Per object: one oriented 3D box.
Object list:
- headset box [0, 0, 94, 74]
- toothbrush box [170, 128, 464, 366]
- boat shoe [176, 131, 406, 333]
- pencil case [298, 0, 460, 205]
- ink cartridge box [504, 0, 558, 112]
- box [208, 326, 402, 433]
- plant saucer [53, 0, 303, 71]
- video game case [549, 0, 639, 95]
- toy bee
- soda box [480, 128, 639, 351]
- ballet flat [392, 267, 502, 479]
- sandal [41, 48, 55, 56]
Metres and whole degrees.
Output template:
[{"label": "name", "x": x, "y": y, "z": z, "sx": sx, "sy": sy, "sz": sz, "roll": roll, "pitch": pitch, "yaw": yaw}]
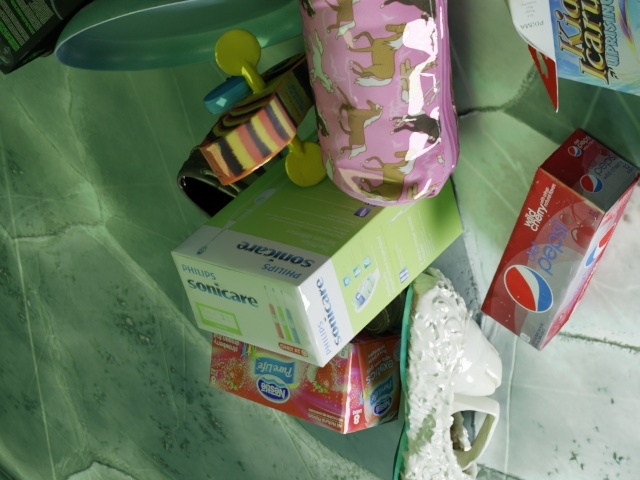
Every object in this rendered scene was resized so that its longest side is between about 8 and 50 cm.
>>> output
[{"label": "headset box", "x": -0.279, "y": -0.341, "z": 1.958, "sx": 0.131, "sy": 0.246, "sz": 0.283, "roll": 56, "pitch": 144, "yaw": -5}, {"label": "toothbrush box", "x": 0.000, "y": 0.000, "z": 1.948, "sx": 0.206, "sy": 0.283, "sz": 0.122, "roll": 14, "pitch": 132, "yaw": 39}, {"label": "boat shoe", "x": -0.047, "y": 0.006, "z": 2.140, "sx": 0.355, "sy": 0.130, "sz": 0.132, "roll": 41, "pitch": 145, "yaw": 11}, {"label": "pencil case", "x": 0.066, "y": -0.222, "z": 1.776, "sx": 0.167, "sy": 0.160, "sz": 0.386, "roll": -122, "pitch": 20, "yaw": -46}, {"label": "ink cartridge box", "x": 0.196, "y": -0.234, "z": 1.643, "sx": 0.145, "sy": 0.045, "sz": 0.179, "roll": -101, "pitch": 1, "yaw": -55}, {"label": "box", "x": -0.020, "y": 0.161, "z": 2.233, "sx": 0.257, "sy": 0.122, "sz": 0.128, "roll": 15, "pitch": 106, "yaw": 39}, {"label": "plant saucer", "x": -0.149, "y": -0.254, "z": 1.884, "sx": 0.317, "sy": 0.317, "sz": 0.044, "roll": -16, "pitch": 81, "yaw": 53}, {"label": "video game case", "x": 0.317, "y": -0.255, "z": 1.546, "sx": 0.244, "sy": 0.061, "sz": 0.270, "roll": 20, "pitch": 137, "yaw": 37}, {"label": "toy bee", "x": -0.054, "y": -0.176, "z": 1.930, "sx": 0.162, "sy": 0.298, "sz": 0.195, "roll": -29, "pitch": 128, "yaw": 14}, {"label": "soda box", "x": 0.264, "y": 0.004, "z": 1.835, "sx": 0.092, "sy": 0.083, "sz": 0.263, "roll": 36, "pitch": 143, "yaw": 16}, {"label": "ballet flat", "x": 0.167, "y": 0.186, "z": 2.110, "sx": 0.147, "sy": 0.147, "sz": 0.409, "roll": 31, "pitch": 145, "yaw": 25}, {"label": "sandal", "x": -0.426, "y": -0.349, "z": 2.281, "sx": 0.090, "sy": 0.060, "sz": 0.219, "roll": 23, "pitch": 138, "yaw": 33}]
